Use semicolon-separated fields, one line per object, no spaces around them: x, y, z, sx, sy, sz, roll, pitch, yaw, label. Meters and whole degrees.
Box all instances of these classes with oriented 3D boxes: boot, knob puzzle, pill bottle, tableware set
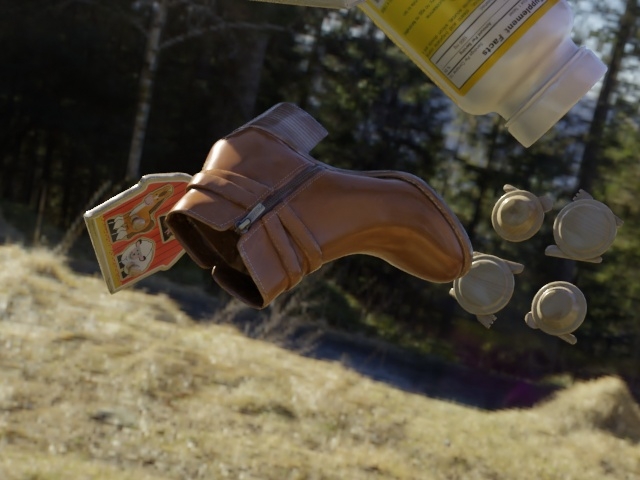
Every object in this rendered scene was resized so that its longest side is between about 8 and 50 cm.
0.000;0.000;0.757;0.197;0.073;0.152;33;43;5;boot
-0.224;-0.017;1.541;0.213;0.213;0.030;0;36;-48;knob puzzle
0.194;-0.283;1.384;0.334;0.188;0.188;45;14;1;pill bottle
0.220;0.019;1.122;0.141;0.168;0.020;22;-5;29;tableware set

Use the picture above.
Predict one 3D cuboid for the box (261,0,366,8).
-0.076;-0.260;0.920;0.275;0.094;0.113;10;28;24;box
